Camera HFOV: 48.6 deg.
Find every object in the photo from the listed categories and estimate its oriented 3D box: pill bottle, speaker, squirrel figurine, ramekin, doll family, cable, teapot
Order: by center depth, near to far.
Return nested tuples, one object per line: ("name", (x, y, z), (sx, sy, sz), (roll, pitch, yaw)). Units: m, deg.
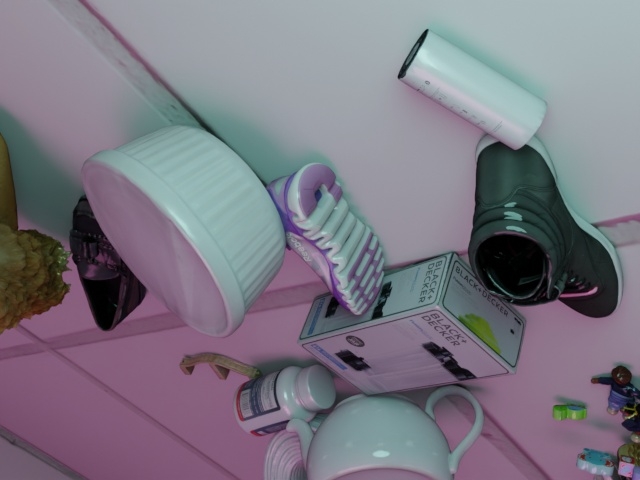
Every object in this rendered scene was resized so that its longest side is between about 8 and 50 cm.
("speaker", (0.144, -0.141, 0.670), (0.136, 0.055, 0.055), (29, 145, -7))
("ramekin", (-0.161, -0.019, 0.887), (0.273, 0.127, 0.273), (36, 149, 25))
("doll family", (0.465, 0.234, 0.964), (0.193, 0.076, 0.111), (6, 146, 29))
("squirrel figurine", (-0.583, -0.001, 1.083), (0.397, 0.281, 0.370), (47, 148, -14))
("teapot", (0.100, 0.332, 1.164), (0.256, 0.187, 0.252), (17, 134, -15))
("pill bottle", (-0.064, 0.293, 1.313), (0.180, 0.108, 0.108), (-25, 124, 33))
("cable", (0.002, 0.459, 1.344), (0.257, 0.257, 0.089), (-19, 169, 38))

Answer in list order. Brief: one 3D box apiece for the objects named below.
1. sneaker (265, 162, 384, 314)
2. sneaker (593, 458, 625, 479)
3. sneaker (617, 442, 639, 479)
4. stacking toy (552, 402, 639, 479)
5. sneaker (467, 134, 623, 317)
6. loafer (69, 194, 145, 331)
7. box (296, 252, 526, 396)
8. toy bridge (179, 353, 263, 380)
("sneaker", (0.000, 0.000, 0.920), (0.104, 0.095, 0.236), (1, 135, 40))
("sneaker", (0.493, 0.419, 1.211), (0.061, 0.054, 0.152), (-1, 139, 35))
("sneaker", (0.522, 0.391, 1.142), (0.185, 0.070, 0.084), (38, 138, -18))
("stacking toy", (0.451, 0.344, 1.062), (0.221, 0.052, 0.167), (7, 106, 25))
("sneaker", (0.241, 0.033, 0.764), (0.104, 0.147, 0.296), (-13, 133, 38))
("loafer", (-0.356, 0.050, 1.181), (0.109, 0.095, 0.303), (18, 145, 9))
("box", (0.122, 0.131, 1.016), (0.169, 0.087, 0.290), (41, 142, -24))
("toy bridge", (-0.204, 0.255, 1.425), (0.188, 0.026, 0.063), (3, 139, 26))
